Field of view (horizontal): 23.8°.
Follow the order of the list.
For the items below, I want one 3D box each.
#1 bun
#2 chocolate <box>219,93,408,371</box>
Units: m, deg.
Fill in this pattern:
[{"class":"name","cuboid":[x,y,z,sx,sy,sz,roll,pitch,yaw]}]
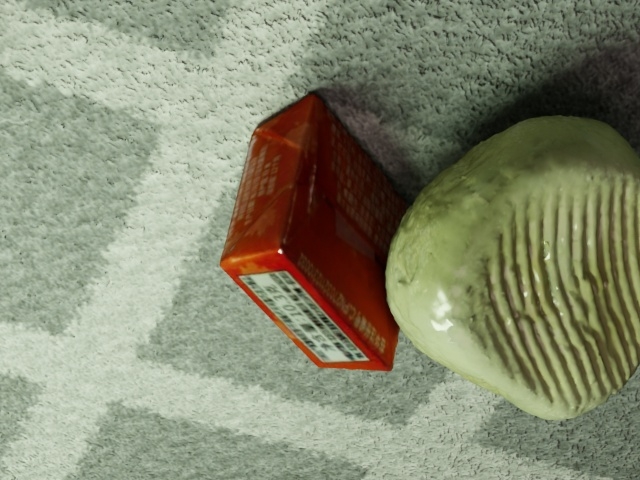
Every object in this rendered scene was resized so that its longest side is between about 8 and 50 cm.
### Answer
[{"class":"bun","cuboid":[0.234,0.022,1.713,0.352,0.227,0.349,-24,120,-17]},{"class":"chocolate","cuboid":[0.000,0.000,1.706,0.108,0.234,0.237,-15,135,28]}]
